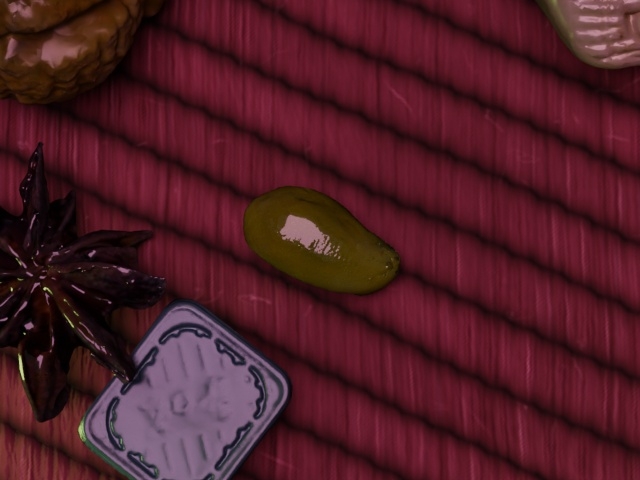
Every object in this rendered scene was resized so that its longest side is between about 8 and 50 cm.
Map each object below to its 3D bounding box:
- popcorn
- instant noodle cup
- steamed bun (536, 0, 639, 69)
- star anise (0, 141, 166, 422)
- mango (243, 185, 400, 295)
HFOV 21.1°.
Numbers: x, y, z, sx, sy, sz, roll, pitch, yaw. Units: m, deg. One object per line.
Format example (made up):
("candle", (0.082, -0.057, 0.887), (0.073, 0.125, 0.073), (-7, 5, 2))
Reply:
("popcorn", (-0.285, -0.269, 1.705), (0.270, 0.224, 0.258), (29, 90, -23))
("instant noodle cup", (-0.128, 0.167, 1.695), (0.157, 0.070, 0.179), (37, 87, 10))
("steamed bun", (0.340, -0.365, 1.638), (0.346, 0.237, 0.394), (22, 111, -4))
("star anise", (-0.265, 0.043, 1.697), (0.283, 0.129, 0.212), (39, 84, 28))
("mango", (0.000, 0.000, 1.702), (0.165, 0.074, 0.091), (21, 83, 10))
